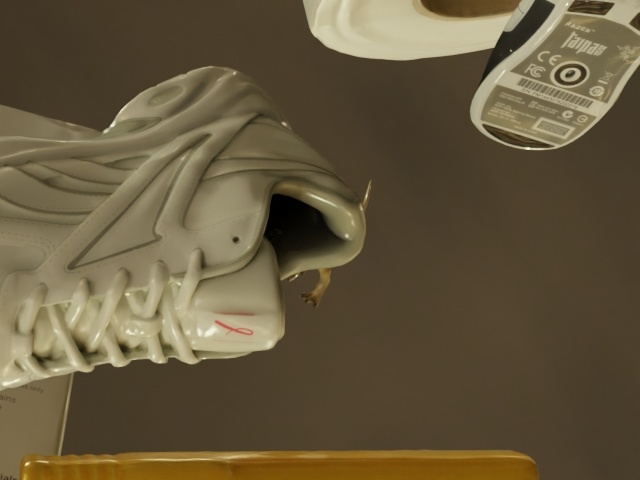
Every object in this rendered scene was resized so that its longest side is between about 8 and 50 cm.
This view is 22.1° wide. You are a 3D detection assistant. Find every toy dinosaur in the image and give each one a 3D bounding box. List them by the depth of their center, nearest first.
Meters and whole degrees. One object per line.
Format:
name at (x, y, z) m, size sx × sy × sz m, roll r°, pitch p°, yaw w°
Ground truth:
toy dinosaur at (0.000, 0.000, 1.299) m, size 0.053 × 0.092 × 0.183 m, roll 34°, pitch -160°, yaw 23°

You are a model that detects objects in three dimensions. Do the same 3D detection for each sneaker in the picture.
sneaker at (-0.072, 0.010, 0.611) m, size 0.232 × 0.115 × 0.090 m, roll -33°, pitch -38°, yaw -35°

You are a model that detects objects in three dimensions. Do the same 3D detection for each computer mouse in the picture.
computer mouse at (0.133, -0.115, 0.785) m, size 0.106 × 0.193 × 0.042 m, roll 16°, pitch -130°, yaw -22°

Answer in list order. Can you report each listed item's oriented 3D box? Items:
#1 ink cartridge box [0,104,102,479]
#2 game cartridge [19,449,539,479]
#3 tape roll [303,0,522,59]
ink cartridge box at (-0.314, 0.114, 1.433) m, size 0.166 × 0.285 × 0.395 m, roll 16°, pitch -130°, yaw -14°
game cartridge at (-0.033, 0.267, 0.966) m, size 0.324 × 0.053 × 0.285 m, roll 1°, pitch -88°, yaw -14°
tape roll at (0.120, -0.211, 1.024) m, size 0.286 × 0.286 × 0.100 m, roll 4°, pitch -112°, yaw -55°
